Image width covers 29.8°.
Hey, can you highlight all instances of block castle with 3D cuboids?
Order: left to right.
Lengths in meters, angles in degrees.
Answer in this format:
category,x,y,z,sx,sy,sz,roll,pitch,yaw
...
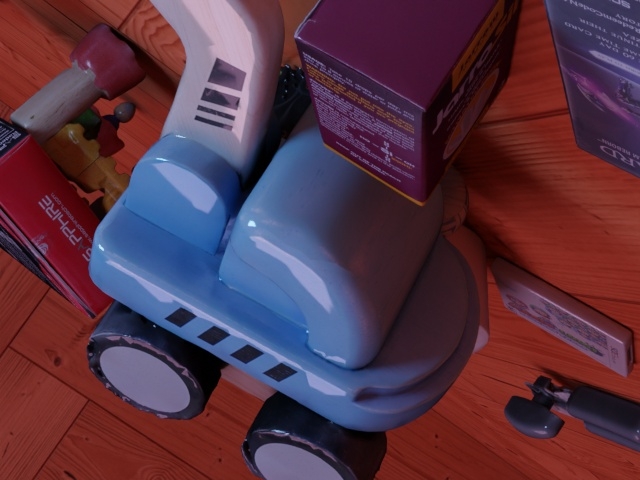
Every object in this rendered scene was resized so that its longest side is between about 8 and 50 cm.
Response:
category,x,y,z,sx,sy,sz,roll,pitch,yaw
block castle,-0.235,-0.088,1.600,0.303,0.213,0.453,47,165,-3

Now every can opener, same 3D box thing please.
category,x,y,z,sx,sy,sz,roll,pitch,yaw
can opener,0.351,0.238,1.572,0.074,0.093,0.280,39,166,-21

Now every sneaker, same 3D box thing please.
category,x,y,z,sx,sy,sz,roll,pitch,yaw
sneaker,0.022,-0.073,1.050,0.237,0.085,0.086,33,161,14

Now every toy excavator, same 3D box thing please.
category,x,y,z,sx,sy,sz,roll,pitch,yaw
toy excavator,-0.052,-0.062,0.861,0.433,0.222,0.445,30,141,2

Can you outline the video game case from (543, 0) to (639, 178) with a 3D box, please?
category,x,y,z,sx,sy,sz,roll,pitch,yaw
video game case,0.200,-0.069,0.583,0.196,0.026,0.274,31,172,25

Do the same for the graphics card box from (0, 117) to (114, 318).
category,x,y,z,sx,sy,sz,roll,pitch,yaw
graphics card box,-0.394,-0.060,1.508,0.371,0.094,0.233,24,154,52

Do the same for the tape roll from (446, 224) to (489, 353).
category,x,y,z,sx,sy,sz,roll,pitch,yaw
tape roll,0.033,0.057,1.240,0.286,0.100,0.286,0,160,0

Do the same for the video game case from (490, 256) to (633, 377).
category,x,y,z,sx,sy,sz,roll,pitch,yaw
video game case,0.255,0.082,1.261,0.157,0.019,0.143,31,171,23

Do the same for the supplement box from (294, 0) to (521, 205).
category,x,y,z,sx,sy,sz,roll,pitch,yaw
supplement box,0.054,-0.103,0.686,0.081,0.104,0.188,32,172,11
